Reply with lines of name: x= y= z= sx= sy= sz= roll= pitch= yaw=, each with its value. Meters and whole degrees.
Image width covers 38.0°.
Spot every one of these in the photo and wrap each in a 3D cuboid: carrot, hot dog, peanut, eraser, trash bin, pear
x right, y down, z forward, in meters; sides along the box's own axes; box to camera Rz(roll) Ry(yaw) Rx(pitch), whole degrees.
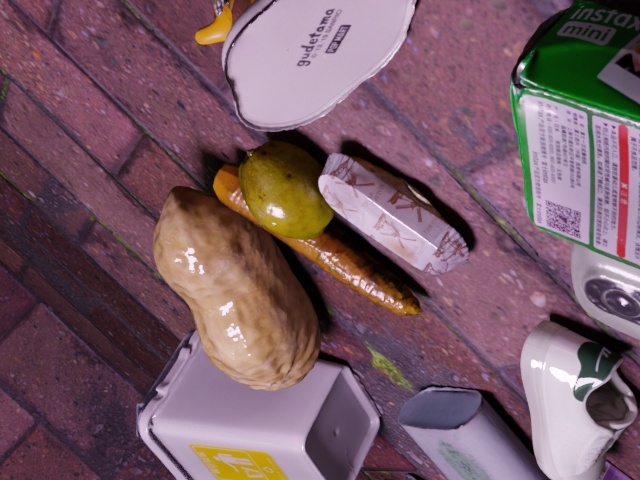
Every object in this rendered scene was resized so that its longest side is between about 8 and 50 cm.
carrot: x=0.000 y=0.000 z=1.182 sx=0.314 sy=0.066 sz=0.066 roll=35 pitch=155 yaw=11
hot dog: x=0.082 y=-0.029 z=1.030 sx=0.192 sy=0.053 sz=0.099 roll=33 pitch=155 yaw=11
peanut: x=-0.120 y=0.079 z=1.326 sx=0.169 sy=0.192 sz=0.387 roll=-16 pitch=130 yaw=16
eraser: x=0.236 y=0.316 z=1.339 sx=0.227 sy=0.081 sz=0.174 roll=50 pitch=153 yaw=-17
trash bin: x=-0.096 y=0.296 z=1.623 sx=0.367 sy=0.296 sz=0.256 roll=0 pitch=134 yaw=36
pear: x=-0.041 y=-0.059 z=1.094 sx=0.131 sy=0.107 sz=0.107 roll=41 pitch=156 yaw=-7

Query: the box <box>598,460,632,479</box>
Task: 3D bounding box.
box: x=0.385 y=0.326 z=1.195 sx=0.117 sy=0.036 sz=0.050 roll=37 pitch=155 yaw=6

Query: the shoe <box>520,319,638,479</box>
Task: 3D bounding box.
shoe: x=0.303 y=0.206 z=1.048 sx=0.110 sy=0.095 sz=0.265 roll=15 pitch=142 yaw=43

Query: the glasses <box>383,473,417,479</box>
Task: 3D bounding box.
glasses: x=0.084 y=0.550 z=1.736 sx=0.118 sy=0.268 sz=0.234 roll=59 pitch=158 yaw=6

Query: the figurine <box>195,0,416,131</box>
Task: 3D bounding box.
figurine: x=-0.017 y=-0.226 z=0.821 sx=0.250 sy=0.166 sz=0.141 roll=-44 pitch=56 yaw=42

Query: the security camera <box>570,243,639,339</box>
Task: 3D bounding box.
security camera: x=0.351 y=0.056 z=0.759 sx=0.301 sy=0.080 sz=0.157 roll=21 pitch=148 yaw=31

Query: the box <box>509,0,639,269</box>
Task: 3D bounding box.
box: x=0.263 y=-0.058 z=0.662 sx=0.250 sy=0.103 sz=0.180 roll=26 pitch=151 yaw=33
